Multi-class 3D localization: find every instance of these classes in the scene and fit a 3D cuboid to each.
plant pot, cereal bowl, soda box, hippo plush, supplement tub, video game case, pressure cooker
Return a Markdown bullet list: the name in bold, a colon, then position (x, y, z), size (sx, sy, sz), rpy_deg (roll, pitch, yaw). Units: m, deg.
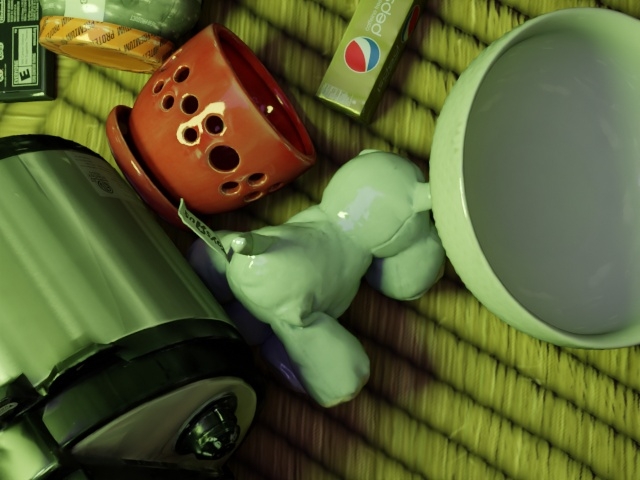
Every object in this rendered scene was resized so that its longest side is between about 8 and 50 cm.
- **plant pot**: position (-0.123, -0.112, 1.466), size (0.174, 0.191, 0.191), rpy_deg (-37, 77, 11)
- **cereal bowl**: position (0.249, -0.056, 1.357), size (0.338, 0.141, 0.339), rpy_deg (4, 82, -25)
- **soda box**: position (0.063, -0.225, 1.498), size (0.058, 0.061, 0.181), rpy_deg (26, 90, 14)
- **hippo plush**: position (0.000, 0.000, 1.422), size (0.236, 0.294, 0.234), rpy_deg (-41, 37, -16)
- **supplement tub**: position (-0.212, -0.358, 1.509), size (0.193, 0.193, 0.316), rpy_deg (10, 86, 14)
- **video game case**: position (-0.443, -0.301, 1.638), size (0.248, 0.035, 0.275), rpy_deg (-2, 84, 13)
- **pressure cooker**: position (-0.264, 0.148, 1.349), size (0.369, 0.376, 0.420), rpy_deg (-23, 62, -35)
